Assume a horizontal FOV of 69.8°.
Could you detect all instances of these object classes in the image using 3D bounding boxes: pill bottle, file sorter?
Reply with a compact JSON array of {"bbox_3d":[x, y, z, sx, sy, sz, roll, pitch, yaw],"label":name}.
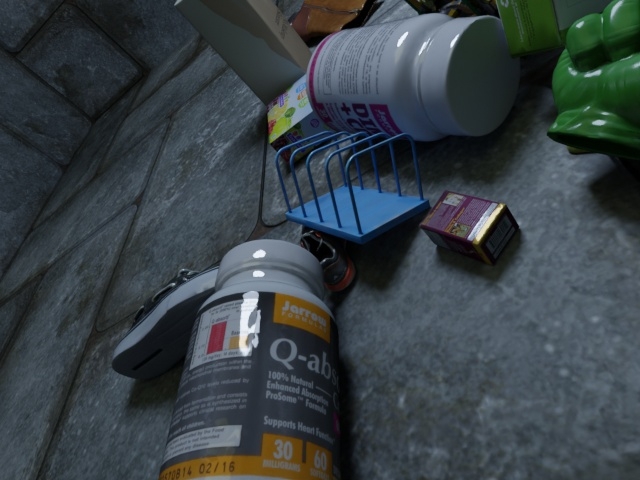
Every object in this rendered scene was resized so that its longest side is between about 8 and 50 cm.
[{"bbox_3d":[-0.061,0.143,0.476,0.162,0.162,0.278,-27,41,27],"label":"pill bottle"},{"bbox_3d":[0.115,-0.224,0.645,0.160,0.160,0.283,-54,36,-9],"label":"pill bottle"},{"bbox_3d":[0.034,-0.081,0.605,0.118,0.104,0.170,-27,26,-28],"label":"file sorter"}]

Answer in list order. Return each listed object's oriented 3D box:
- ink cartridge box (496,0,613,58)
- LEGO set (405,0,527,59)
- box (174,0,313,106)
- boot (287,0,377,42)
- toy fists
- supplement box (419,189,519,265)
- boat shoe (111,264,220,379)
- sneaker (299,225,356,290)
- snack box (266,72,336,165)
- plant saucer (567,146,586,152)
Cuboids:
[{"bbox_3d":[0.262,-0.348,0.455,0.188,0.255,0.097,-26,17,-4],"label":"ink cartridge box"},{"bbox_3d":[0.221,-0.420,0.645,0.192,0.255,0.331,-55,25,18],"label":"LEGO set"},{"bbox_3d":[-0.134,-0.421,0.960,0.121,0.311,0.148,-28,40,26],"label":"box"},{"bbox_3d":[0.045,-0.611,1.143,0.264,0.096,0.280,-53,37,-8],"label":"boot"},{"bbox_3d":[0.315,-0.126,0.343,0.279,0.096,0.142,28,104,48],"label":"toy fists"},{"bbox_3d":[0.160,-0.015,0.500,0.055,0.043,0.083,-53,37,-7],"label":"supplement box"},{"bbox_3d":[-0.208,0.099,0.704,0.335,0.121,0.119,-30,43,26],"label":"boat shoe"},{"bbox_3d":[0.000,0.000,0.632,0.061,0.065,0.158,-42,36,8],"label":"sneaker"},{"bbox_3d":[-0.005,-0.266,0.887,0.207,0.070,0.174,-33,37,17],"label":"snack box"},{"bbox_3d":[0.358,-0.178,0.449,0.188,0.045,0.188,5,61,48],"label":"plant saucer"}]
